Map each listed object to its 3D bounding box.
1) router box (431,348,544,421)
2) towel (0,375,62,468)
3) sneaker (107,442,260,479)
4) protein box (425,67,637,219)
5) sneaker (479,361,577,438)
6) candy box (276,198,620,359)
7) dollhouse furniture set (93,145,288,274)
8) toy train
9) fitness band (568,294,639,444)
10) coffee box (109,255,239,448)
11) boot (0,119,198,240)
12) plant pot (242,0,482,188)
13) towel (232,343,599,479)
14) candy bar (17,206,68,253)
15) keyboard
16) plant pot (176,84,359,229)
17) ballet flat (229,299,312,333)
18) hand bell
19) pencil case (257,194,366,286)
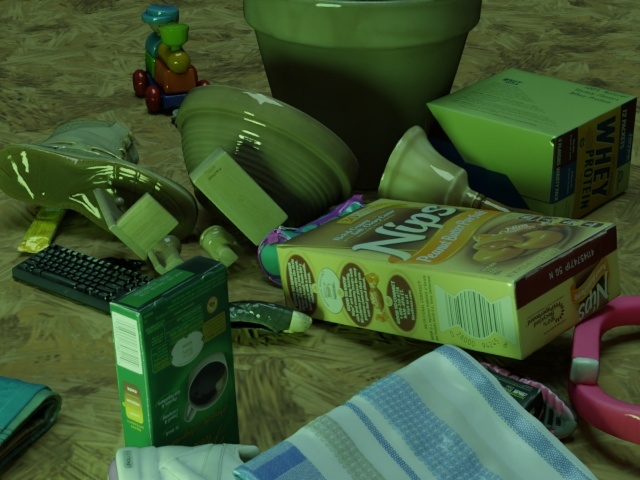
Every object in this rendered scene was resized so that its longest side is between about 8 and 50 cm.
[{"bbox_3d":[0.130,0.157,1.157,0.122,0.038,0.092,19,44,35],"label":"router box"},{"bbox_3d":[-0.456,0.177,1.135,0.370,0.040,0.271,7,25,18],"label":"towel"},{"bbox_3d":[-0.070,0.233,0.923,0.152,0.114,0.305,-7,26,-13],"label":"sneaker"},{"bbox_3d":[0.275,-0.122,1.662,0.200,0.136,0.201,20,32,37],"label":"protein box"},{"bbox_3d":[0.201,0.149,1.201,0.119,0.047,0.057,30,17,39],"label":"sneaker"},{"bbox_3d":[0.130,0.031,1.327,0.316,0.087,0.183,9,24,43],"label":"candy box"},{"bbox_3d":[-0.153,-0.042,1.472,0.151,0.144,0.123,-43,29,1],"label":"dollhouse furniture set"},{"bbox_3d":[-0.222,-0.273,1.968,0.105,0.143,0.248,-9,27,-18],"label":"toy train"},{"bbox_3d":[0.347,0.120,1.215,0.209,0.054,0.291,5,18,13],"label":"fitness band"},{"bbox_3d":[-0.124,0.118,1.090,0.040,0.184,0.113,15,30,34],"label":"coffee box"},{"bbox_3d":[-0.259,-0.083,1.627,0.262,0.095,0.203,14,18,8],"label":"boot"},{"bbox_3d":[0.053,-0.232,1.725,0.323,0.280,0.323,1,25,0],"label":"plant pot"},{"bbox_3d":[0.093,0.195,0.995,0.209,0.034,0.285,44,40,21],"label":"towel"},{"bbox_3d":[-0.341,-0.023,1.581,0.040,0.018,0.161,4,25,0],"label":"candy bar"},{"bbox_3d":[-0.257,0.038,1.450,0.180,0.023,0.108,18,30,31],"label":"keyboard"},{"bbox_3d":[-0.081,-0.081,1.542,0.237,0.237,0.109,14,69,27],"label":"plant pot"},{"bbox_3d":[-0.095,0.090,1.329,0.173,0.049,0.057,1,-20,-1],"label":"ballet flat"},{"bbox_3d":[0.203,-0.041,1.558,0.242,0.126,0.126,24,32,19],"label":"hand bell"},{"bbox_3d":[0.000,0.000,1.476,0.064,0.070,0.152,4,20,42],"label":"pencil case"}]
